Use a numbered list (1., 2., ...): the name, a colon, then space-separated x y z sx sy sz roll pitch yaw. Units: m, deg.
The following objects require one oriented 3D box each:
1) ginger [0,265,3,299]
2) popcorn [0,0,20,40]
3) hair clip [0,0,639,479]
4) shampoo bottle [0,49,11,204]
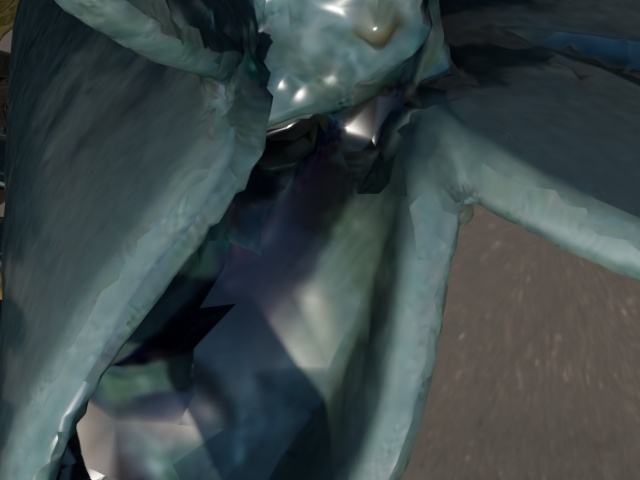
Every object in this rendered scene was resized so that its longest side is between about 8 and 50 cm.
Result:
1. ginger: -0.185 0.094 0.781 0.123 0.270 0.219 -3 56 -2
2. popcorn: -0.281 -0.219 0.958 0.316 0.281 0.297 -39 80 36
3. hair clip: -0.033 -0.030 0.558 0.392 0.318 0.238 24 117 -23
4. shampoo bottle: -0.282 -0.067 1.155 0.323 0.084 0.129 0 56 40
